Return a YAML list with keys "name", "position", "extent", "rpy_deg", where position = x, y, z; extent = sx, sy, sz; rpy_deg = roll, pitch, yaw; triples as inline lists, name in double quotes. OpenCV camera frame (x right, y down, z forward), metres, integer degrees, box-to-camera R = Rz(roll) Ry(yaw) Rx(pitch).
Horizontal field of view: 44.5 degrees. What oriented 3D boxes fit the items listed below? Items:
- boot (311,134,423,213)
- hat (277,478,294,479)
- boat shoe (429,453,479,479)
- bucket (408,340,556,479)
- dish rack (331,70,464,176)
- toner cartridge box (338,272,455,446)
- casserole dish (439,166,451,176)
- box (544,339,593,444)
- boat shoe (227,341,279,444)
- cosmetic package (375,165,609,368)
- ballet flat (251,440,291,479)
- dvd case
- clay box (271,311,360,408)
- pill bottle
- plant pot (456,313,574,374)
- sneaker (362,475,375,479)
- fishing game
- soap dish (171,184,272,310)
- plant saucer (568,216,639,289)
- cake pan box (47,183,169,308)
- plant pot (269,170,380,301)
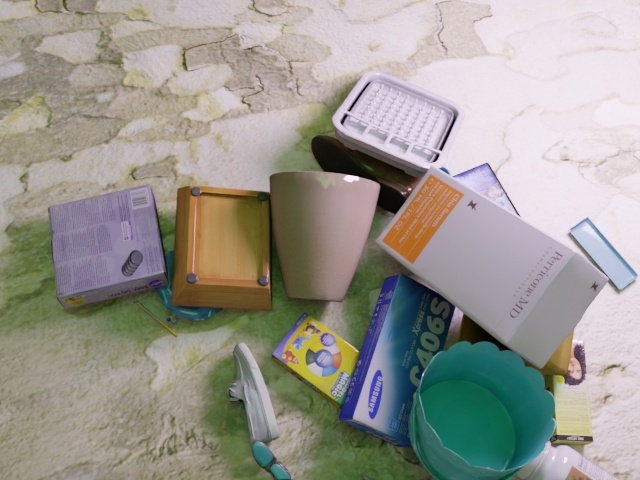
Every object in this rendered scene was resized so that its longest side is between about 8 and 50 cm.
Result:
- name: "boot"
  position: [0.116, -0.180, 1.927]
  extent: [0.305, 0.112, 0.115]
  rpy_deg: [33, 55, 17]
- name: "hat"
  position: [-0.068, 0.629, 1.617]
  extent: [0.208, 0.173, 0.183]
  rpy_deg: [-41, 110, 2]
- name: "boat shoe"
  position: [0.242, 0.572, 1.645]
  extent: [0.098, 0.109, 0.302]
  rpy_deg: [12, 61, 42]
- name: "bucket"
  position: [0.314, 0.362, 1.589]
  extent: [0.281, 0.183, 0.281]
  rpy_deg: [4, 57, -6]
- name: "dish rack"
  position: [0.192, -0.283, 1.937]
  extent: [0.286, 0.072, 0.332]
  rpy_deg: [24, 43, 6]
- name: "toner cartridge box"
  position: [0.176, 0.264, 1.739]
  extent: [0.165, 0.075, 0.347]
  rpy_deg: [27, 67, -17]
- name: "casserole dish"
  position: [0.274, -0.105, 1.944]
  extent: [0.114, 0.037, 0.188]
  rpy_deg: [-1, 68, -4]
- name: "box"
  position: [0.559, 0.342, 1.775]
  extent: [0.088, 0.058, 0.232]
  rpy_deg: [2, 69, -3]
- name: "boat shoe"
  position: [-0.161, 0.336, 1.712]
  extent: [0.081, 0.079, 0.227]
  rpy_deg: [-17, 74, -15]
- name: "cosmetic package"
  position: [0.346, 0.042, 1.667]
  extent: [0.230, 0.162, 0.453]
  rpy_deg: [-54, 41, 4]
- name: "ballet flat"
  position: [-0.109, 0.478, 1.678]
  extent: [0.041, 0.041, 0.114]
  rpy_deg: [-41, 89, -18]
- name: "dvd case"
  position: [0.401, -0.056, 1.917]
  extent: [0.181, 0.022, 0.253]
  rpy_deg: [-22, 76, -23]
- name: "clay box"
  position: [0.015, 0.277, 1.763]
  extent: [0.222, 0.053, 0.127]
  rpy_deg: [34, 68, 10]
- name: "pill bottle"
  position: [0.525, 0.513, 1.665]
  extent: [0.229, 0.131, 0.131]
  rpy_deg: [33, 70, 9]
- name: "plant pot"
  position: [0.453, 0.197, 1.731]
  extent: [0.212, 0.187, 0.212]
  rpy_deg: [-5, 60, 42]
- name: "sneaker"
  position: [0.064, 0.596, 1.632]
  extent: [0.132, 0.086, 0.228]
  rpy_deg: [28, 59, 12]
- name: "fishing game"
  position: [-0.293, 0.099, 1.821]
  extent: [0.189, 0.041, 0.264]
  rpy_deg: [36, 64, 2]
- name: "soap dish"
  position: [-0.217, 0.009, 1.793]
  extent: [0.229, 0.118, 0.290]
  rpy_deg: [5, 67, -15]
- name: "plant saucer"
  position: [0.696, 0.032, 1.930]
  extent: [0.067, 0.018, 0.192]
  rpy_deg: [-32, 73, -15]
- name: "cake pan box"
  position: [-0.489, 0.006, 1.799]
  extent: [0.246, 0.070, 0.266]
  rpy_deg: [-14, 60, -7]
- name: "plant pot"
  position: [0.000, 0.000, 1.790]
  extent: [0.257, 0.256, 0.273]
  rpy_deg: [5, 84, -2]
